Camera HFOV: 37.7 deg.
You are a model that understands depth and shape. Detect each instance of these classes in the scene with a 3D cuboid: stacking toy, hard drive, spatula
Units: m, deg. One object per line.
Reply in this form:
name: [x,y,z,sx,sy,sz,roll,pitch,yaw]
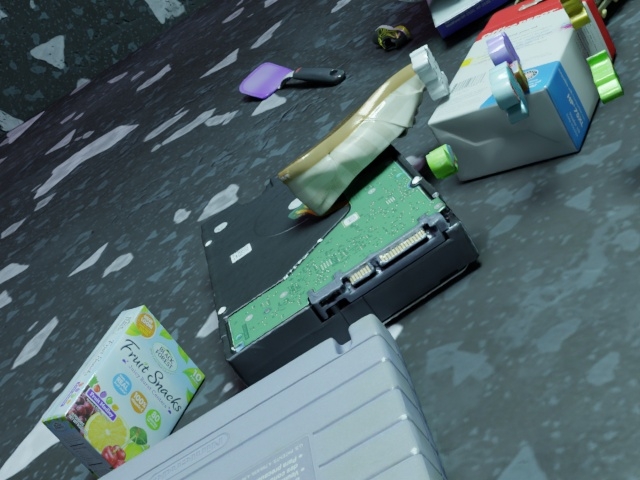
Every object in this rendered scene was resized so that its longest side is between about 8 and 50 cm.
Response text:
stacking toy: [0.165,-0.151,0.834,0.167,0.052,0.221,-26,29,21]
hard drive: [0.000,0.000,0.946,0.237,0.064,0.339,-34,23,2]
spatula: [-0.046,-0.270,1.558,0.084,0.030,0.296,-45,25,-18]

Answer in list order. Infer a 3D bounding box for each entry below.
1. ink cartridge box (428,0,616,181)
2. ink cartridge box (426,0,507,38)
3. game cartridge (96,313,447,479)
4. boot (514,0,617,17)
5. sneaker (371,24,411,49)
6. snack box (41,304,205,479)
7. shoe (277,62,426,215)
ink cartridge box: [0.215,-0.170,0.960,0.134,0.078,0.231,-13,32,40]
ink cartridge box: [0.249,-0.365,1.324,0.206,0.045,0.208,-29,22,16]
game cartridge: [-0.081,0.211,0.666,0.355,0.068,0.230,-32,28,8]
boot: [0.356,-0.331,1.054,0.203,0.095,0.262,-48,25,-28]
sneaker: [0.101,-0.309,1.433,0.035,0.031,0.083,-45,25,-21]
snack box: [-0.177,0.144,0.863,0.037,0.100,0.141,-17,29,36]
shoe: [0.048,-0.107,0.949,0.219,0.058,0.076,-42,4,-26]
